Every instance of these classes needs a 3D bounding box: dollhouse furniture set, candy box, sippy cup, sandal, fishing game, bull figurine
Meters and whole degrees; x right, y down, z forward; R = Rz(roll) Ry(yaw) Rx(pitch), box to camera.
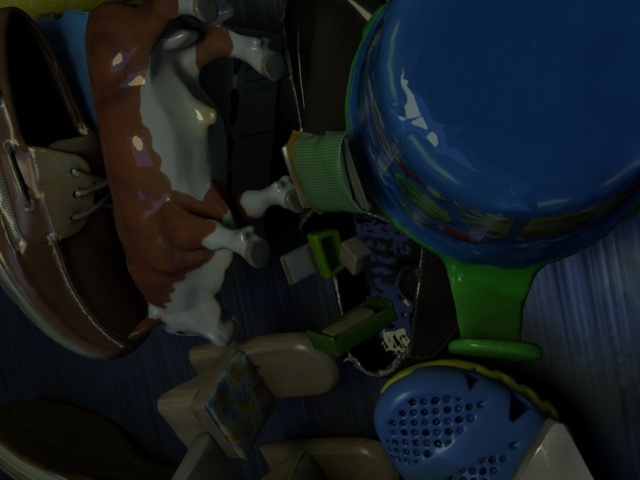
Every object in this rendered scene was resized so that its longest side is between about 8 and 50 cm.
[{"bbox_3d":[0.006,0.331,0.819,0.256,0.362,0.394,-10,124,33],"label":"dollhouse furniture set"},{"bbox_3d":[-0.127,-0.105,0.939,0.164,0.070,0.196,17,112,29],"label":"candy box"},{"bbox_3d":[0.000,0.000,0.717,0.076,0.058,0.152,10,123,59],"label":"dollhouse furniture set"},{"bbox_3d":[0.124,-0.094,0.639,0.240,0.224,0.306,-31,87,5],"label":"sippy cup"},{"bbox_3d":[0.162,0.223,0.770,0.317,0.138,0.126,45,114,-2],"label":"sandal"},{"bbox_3d":[-0.213,-0.118,0.924,0.264,0.041,0.189,-10,100,26],"label":"fishing game"},{"bbox_3d":[-0.107,-0.054,0.806,0.188,0.101,0.311,-7,102,42],"label":"bull figurine"}]

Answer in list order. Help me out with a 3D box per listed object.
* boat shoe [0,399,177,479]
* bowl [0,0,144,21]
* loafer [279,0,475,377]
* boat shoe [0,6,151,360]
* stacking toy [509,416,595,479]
[{"bbox_3d":[-0.239,0.279,1.088,0.341,0.121,0.110,23,114,24],"label":"boat shoe"},{"bbox_3d":[-0.308,-0.301,0.949,0.289,0.156,0.290,9,108,30],"label":"bowl"},{"bbox_3d":[0.047,-0.054,0.805,0.133,0.130,0.366,-13,96,34],"label":"loafer"},{"bbox_3d":[-0.230,-0.048,0.867,0.116,0.123,0.324,-25,97,26],"label":"boat shoe"},{"bbox_3d":[0.136,0.296,0.645,0.279,0.130,0.309,-40,91,2],"label":"stacking toy"}]
